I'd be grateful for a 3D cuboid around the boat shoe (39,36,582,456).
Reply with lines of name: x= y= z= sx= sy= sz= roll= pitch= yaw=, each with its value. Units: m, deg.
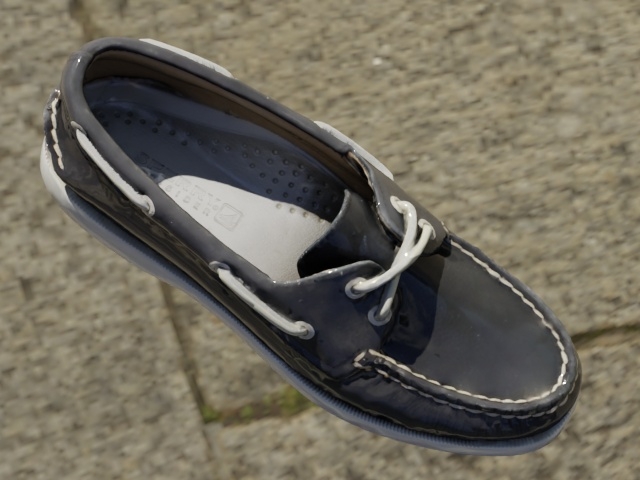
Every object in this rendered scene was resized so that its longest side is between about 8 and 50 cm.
boat shoe: x=0.000 y=0.000 z=0.358 sx=0.125 sy=0.046 sz=0.038 roll=34 pitch=154 yaw=4
